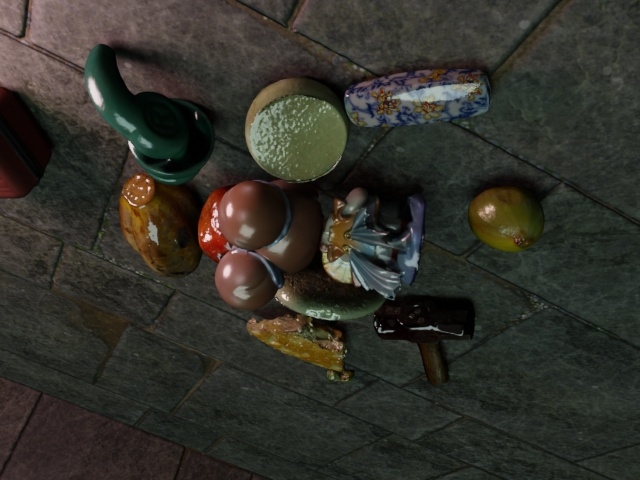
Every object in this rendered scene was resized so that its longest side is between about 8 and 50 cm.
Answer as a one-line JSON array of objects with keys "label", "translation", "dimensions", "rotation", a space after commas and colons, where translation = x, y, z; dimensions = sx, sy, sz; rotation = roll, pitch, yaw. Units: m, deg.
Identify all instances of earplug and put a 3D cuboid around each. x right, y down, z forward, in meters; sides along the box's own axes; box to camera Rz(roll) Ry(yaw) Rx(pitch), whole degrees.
[{"label": "earplug", "translation": [-0.327, -0.214, 1.301], "dimensions": [0.257, 0.164, 0.280], "rotation": [19, 156, 6]}]

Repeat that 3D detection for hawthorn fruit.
[{"label": "hawthorn fruit", "translation": [-0.187, -0.034, 1.477], "dimensions": [0.173, 0.179, 0.173], "rotation": [36, 166, 10]}]

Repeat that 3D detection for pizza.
[{"label": "pizza", "translation": [-0.036, 0.270, 1.898], "dimensions": [0.323, 0.089, 0.223], "rotation": [25, 149, -16]}]

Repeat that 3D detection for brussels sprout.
[{"label": "brussels sprout", "translation": [0.059, 0.415, 2.090], "dimensions": [0.083, 0.046, 0.051], "rotation": [15, 151, 0]}]

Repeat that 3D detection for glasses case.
[{"label": "glasses case", "translation": [0.162, -0.240, 1.154], "dimensions": [0.248, 0.065, 0.087], "rotation": [0, 143, 22]}]

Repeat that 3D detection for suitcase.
[{"label": "suitcase", "translation": [-0.761, -0.209, 1.468], "dimensions": [0.297, 0.161, 0.236], "rotation": [3, 143, 18]}]

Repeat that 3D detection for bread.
[{"label": "bread", "translation": [0.019, 0.090, 1.511], "dimensions": [0.267, 0.267, 0.040], "rotation": [11, 118, 7]}]

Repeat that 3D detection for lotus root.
[{"label": "lotus root", "translation": [-0.360, -0.030, 1.544], "dimensions": [0.193, 0.193, 0.291], "rotation": [8, 144, 11]}]

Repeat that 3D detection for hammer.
[{"label": "hammer", "translation": [0.292, 0.290, 1.800], "dimensions": [0.242, 0.095, 0.409], "rotation": [1, 144, 19]}]

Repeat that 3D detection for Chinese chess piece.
[{"label": "Chinese chess piece", "translation": [-0.042, -0.199, 1.230], "dimensions": [0.188, 0.083, 0.188], "rotation": [-3, 126, -4]}]

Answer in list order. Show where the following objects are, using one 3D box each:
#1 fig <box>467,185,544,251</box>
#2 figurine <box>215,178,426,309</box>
[{"label": "fig", "translation": [0.357, -0.042, 1.307], "dimensions": [0.136, 0.121, 0.153], "rotation": [25, 167, -22]}, {"label": "figurine", "translation": [0.000, 0.000, 1.338], "dimensions": [0.388, 0.248, 0.277], "rotation": [9, 125, -1]}]
